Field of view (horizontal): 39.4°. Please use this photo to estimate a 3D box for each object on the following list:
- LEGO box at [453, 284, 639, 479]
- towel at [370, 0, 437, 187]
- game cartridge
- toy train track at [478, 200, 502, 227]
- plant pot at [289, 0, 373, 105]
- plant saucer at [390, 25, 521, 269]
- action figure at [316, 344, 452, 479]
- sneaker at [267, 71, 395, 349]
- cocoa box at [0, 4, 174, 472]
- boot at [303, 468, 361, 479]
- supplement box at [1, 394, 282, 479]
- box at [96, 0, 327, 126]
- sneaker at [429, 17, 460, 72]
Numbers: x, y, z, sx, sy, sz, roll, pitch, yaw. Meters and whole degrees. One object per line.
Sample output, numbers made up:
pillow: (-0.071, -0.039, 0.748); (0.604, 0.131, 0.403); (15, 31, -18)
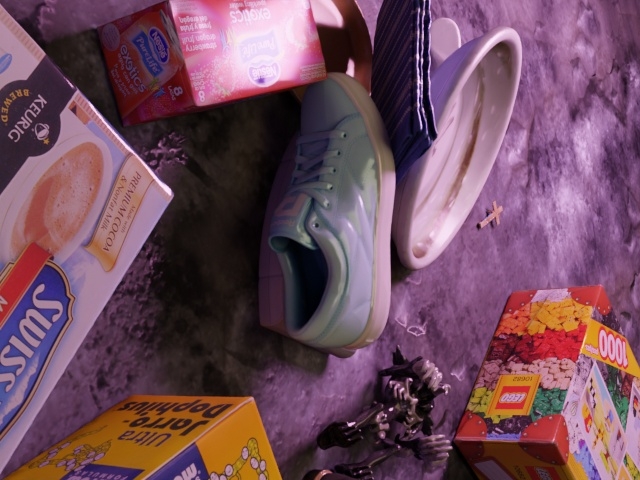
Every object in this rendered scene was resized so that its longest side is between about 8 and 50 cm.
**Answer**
LEGO box: (0.484, 0.390, 1.689); (0.500, 0.193, 0.372); (57, 45, -29)
towel: (0.113, -0.234, 1.256); (0.040, 0.243, 0.336); (8, 68, -10)
game cartridge: (0.000, 0.000, 1.262); (0.196, 0.060, 0.294); (27, 63, -42)
toy train track: (0.321, -0.045, 1.703); (0.083, 0.014, 0.048); (-35, 119, -42)
plant pot: (-0.001, -0.286, 1.323); (0.236, 0.032, 0.236); (12, 74, -51)
plant saucer: (0.189, -0.152, 1.406); (0.400, 0.101, 0.400); (-51, 156, -34)
action figure: (0.126, 0.256, 1.308); (0.276, 0.141, 0.164); (-29, 105, -46)
sneaker: (0.004, -0.043, 1.130); (0.150, 0.135, 0.365); (3, 78, -49)
cocoa box: (-0.327, 0.027, 0.691); (0.228, 0.231, 0.347); (50, 52, -34)
boot: (0.019, 0.394, 1.151); (0.077, 0.137, 0.197); (38, 57, -41)
supplement box: (-0.140, 0.358, 0.910); (0.195, 0.194, 0.356); (-32, 109, -49)
box: (-0.123, -0.225, 1.082); (0.257, 0.128, 0.122); (-24, 103, -51)
sneaker: (0.220, -0.278, 1.574); (0.094, 0.080, 0.212); (-23, 115, -83)
